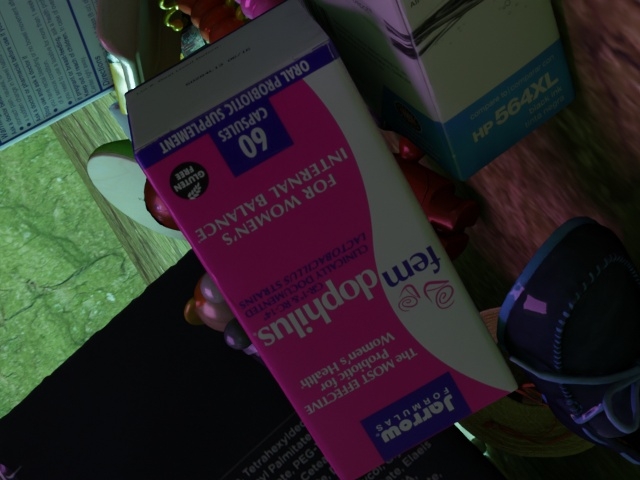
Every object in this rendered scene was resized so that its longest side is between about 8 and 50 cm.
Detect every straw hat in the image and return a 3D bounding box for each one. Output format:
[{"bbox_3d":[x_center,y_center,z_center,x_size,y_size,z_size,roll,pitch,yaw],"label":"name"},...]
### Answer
[{"bbox_3d":[0.148,0.080,0.983,0.144,0.145,0.061,61,-151,-31],"label":"straw hat"}]

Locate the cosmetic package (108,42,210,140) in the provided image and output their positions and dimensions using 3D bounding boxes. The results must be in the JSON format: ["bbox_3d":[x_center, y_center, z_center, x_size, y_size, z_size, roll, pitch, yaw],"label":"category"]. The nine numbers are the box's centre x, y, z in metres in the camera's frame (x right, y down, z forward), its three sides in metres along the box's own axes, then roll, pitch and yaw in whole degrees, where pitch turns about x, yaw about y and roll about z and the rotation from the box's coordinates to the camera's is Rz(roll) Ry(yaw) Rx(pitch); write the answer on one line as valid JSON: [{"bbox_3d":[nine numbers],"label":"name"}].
[{"bbox_3d":[-0.091,-0.069,1.399,0.238,0.127,0.107,56,170,-15],"label":"cosmetic package"}]

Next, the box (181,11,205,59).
[{"bbox_3d":[-0.146,-0.203,1.485,0.094,0.027,0.137,49,168,32],"label":"box"}]

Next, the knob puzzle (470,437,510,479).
[{"bbox_3d":[0.199,0.268,1.422,0.213,0.030,0.213,50,169,14],"label":"knob puzzle"}]

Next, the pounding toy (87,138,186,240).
[{"bbox_3d":[-0.178,-0.085,1.852,0.237,0.110,0.183,26,156,7],"label":"pounding toy"}]

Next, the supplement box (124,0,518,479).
[{"bbox_3d":[0.000,0.000,0.753,0.220,0.111,0.114,59,-178,-23],"label":"supplement box"}]

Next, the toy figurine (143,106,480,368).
[{"bbox_3d":[-0.009,-0.026,0.944,0.148,0.209,0.213,32,161,26],"label":"toy figurine"}]

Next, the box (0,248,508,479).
[{"bbox_3d":[0.042,0.299,1.170,0.472,0.297,0.480,44,175,27],"label":"box"}]

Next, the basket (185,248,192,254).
[{"bbox_3d":[-0.098,0.135,1.998,0.299,0.214,0.223,125,151,-83],"label":"basket"}]

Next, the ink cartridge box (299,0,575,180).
[{"bbox_3d":[0.036,-0.152,0.711,0.148,0.086,0.203,46,166,43],"label":"ink cartridge box"}]

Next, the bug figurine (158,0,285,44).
[{"bbox_3d":[-0.066,-0.194,1.060,0.216,0.072,0.279,50,167,25],"label":"bug figurine"}]

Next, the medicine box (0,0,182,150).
[{"bbox_3d":[-0.312,-0.242,1.313,0.149,0.289,0.263,44,157,43],"label":"medicine box"}]

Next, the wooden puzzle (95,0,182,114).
[{"bbox_3d":[-0.155,-0.204,1.181,0.238,0.044,0.220,81,-171,-70],"label":"wooden puzzle"}]

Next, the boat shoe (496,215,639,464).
[{"bbox_3d":[0.173,0.062,0.804,0.089,0.109,0.258,41,180,27],"label":"boat shoe"}]
